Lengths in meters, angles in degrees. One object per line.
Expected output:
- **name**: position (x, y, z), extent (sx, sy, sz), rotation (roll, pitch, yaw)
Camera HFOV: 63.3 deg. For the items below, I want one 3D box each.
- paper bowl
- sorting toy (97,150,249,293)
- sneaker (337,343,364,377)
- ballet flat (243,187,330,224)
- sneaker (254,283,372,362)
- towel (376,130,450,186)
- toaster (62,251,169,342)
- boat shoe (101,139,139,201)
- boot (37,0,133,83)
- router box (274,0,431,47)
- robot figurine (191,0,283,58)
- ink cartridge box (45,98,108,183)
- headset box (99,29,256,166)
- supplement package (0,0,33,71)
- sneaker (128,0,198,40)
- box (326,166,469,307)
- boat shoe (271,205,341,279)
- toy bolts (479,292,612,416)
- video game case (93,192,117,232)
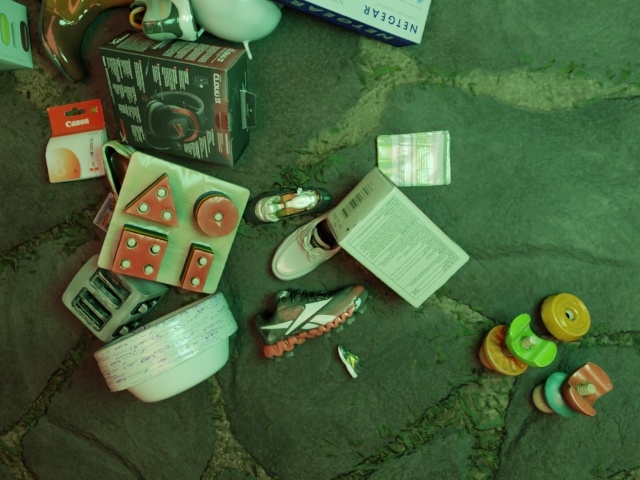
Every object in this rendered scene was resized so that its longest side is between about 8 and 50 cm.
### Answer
- **paper bowl**: position (-0.310, 0.232, 1.094), extent (0.284, 0.284, 0.148), rotation (-23, 92, 12)
- **sorting toy**: position (-0.303, -0.023, 1.097), extent (0.257, 0.089, 0.255), rotation (17, 98, -24)
- **sneaker**: position (0.068, 0.265, 1.164), extent (0.035, 0.031, 0.083), rotation (-31, 95, -1)
- **ballet flat**: position (-0.079, -0.077, 1.126), extent (0.203, 0.074, 0.074), rotation (-10, 95, 11)
- **sneaker**: position (-0.027, 0.151, 1.128), extent (0.276, 0.097, 0.135), rotation (-29, 93, 13)
- **towel**: position (0.195, -0.170, 1.090), extent (0.152, 0.023, 0.113), rotation (-1, 96, 10)
- **toaster**: position (-0.472, 0.114, 1.192), extent (0.185, 0.110, 0.168), rotation (44, 105, 2)
- **boat shoe**: position (-0.398, -0.083, 1.158), extent (0.113, 0.103, 0.302), rotation (-33, 91, -1)
- **boot**: position (-0.478, -0.510, 1.158), extent (0.280, 0.096, 0.264), rotation (-14, 93, 0)
- **router box**: position (0.068, -0.557, 0.951), extent (0.335, 0.082, 0.301), rotation (8, 100, -26)
- **robot figurine**: position (-0.152, -0.549, 1.016), extent (0.300, 0.200, 0.353), rotation (17, 99, 10)
- **ink cartridge box**: position (-0.569, -0.231, 1.209), extent (0.145, 0.045, 0.179), rotation (-7, 98, 10)
- **headset box**: position (-0.274, -0.287, 1.067), extent (0.293, 0.110, 0.218), rotation (12, 133, 9)
- **supplement package**: position (-0.800, -0.458, 1.110), extent (0.204, 0.262, 0.145), rotation (-3, 97, 10)
- **sneaker**: position (-0.332, -0.456, 1.018), extent (0.108, 0.271, 0.100), rotation (-20, 128, -21)
- **box**: position (0.148, -0.006, 1.018), extent (0.232, 0.127, 0.148), rotation (39, 102, -26)
- **boat shoe**: position (0.000, 0.000, 1.111), extent (0.267, 0.088, 0.096), rotation (-31, 91, 12)
- **toy bolts**: position (0.461, 0.243, 1.062), extent (0.218, 0.158, 0.228), rotation (-31, 78, -28)
- **video game case**: position (-0.469, -0.044, 1.229), extent (0.122, 0.011, 0.087), rotation (36, 102, 4)
